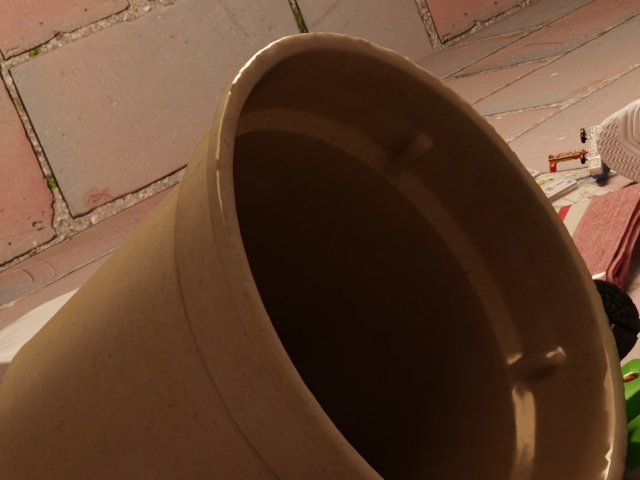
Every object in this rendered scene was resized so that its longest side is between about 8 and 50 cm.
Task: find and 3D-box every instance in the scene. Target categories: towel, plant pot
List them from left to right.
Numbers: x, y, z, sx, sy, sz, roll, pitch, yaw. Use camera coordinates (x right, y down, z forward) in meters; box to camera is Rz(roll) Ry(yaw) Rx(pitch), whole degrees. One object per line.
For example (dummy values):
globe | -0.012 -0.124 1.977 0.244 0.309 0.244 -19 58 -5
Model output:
plant pot | -0.032 0.093 0.978 0.305 0.334 0.334 -34 3 35
towel | 0.150 0.043 1.506 0.329 0.037 0.237 -18 14 27

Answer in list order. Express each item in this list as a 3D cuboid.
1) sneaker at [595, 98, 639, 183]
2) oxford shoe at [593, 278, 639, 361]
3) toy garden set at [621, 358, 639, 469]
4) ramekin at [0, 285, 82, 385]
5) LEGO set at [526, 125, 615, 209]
sneaker | 0.431 -0.130 1.635 0.268 0.101 0.153 -10 13 29
oxford shoe | 0.131 0.119 1.138 0.227 0.083 0.096 -30 -10 -22
toy garden set | 0.291 0.097 0.986 0.204 0.049 0.244 -32 14 -33
ramekin | -0.189 0.115 1.554 0.273 0.127 0.273 -20 11 4
LEGO set | 0.311 -0.072 1.761 0.244 0.060 0.182 -28 26 -24
